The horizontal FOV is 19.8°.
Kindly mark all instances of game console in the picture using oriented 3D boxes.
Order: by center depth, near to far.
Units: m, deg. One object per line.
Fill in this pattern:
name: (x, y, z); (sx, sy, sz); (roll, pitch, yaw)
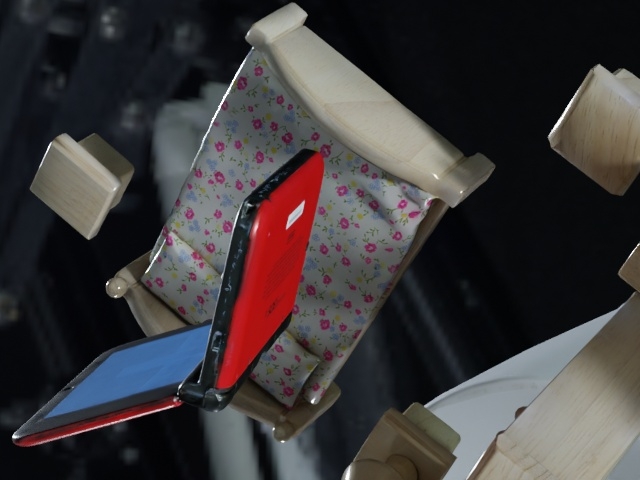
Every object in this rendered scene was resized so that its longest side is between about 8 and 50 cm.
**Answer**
game console: (-0.060, 0.021, 0.776); (0.085, 0.144, 0.124); (14, -76, 6)

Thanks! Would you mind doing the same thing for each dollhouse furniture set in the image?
dollhouse furniture set: (0.000, 0.000, 0.891); (0.355, 0.174, 0.303); (39, -52, 11)

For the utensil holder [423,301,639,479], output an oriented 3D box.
utensil holder: (0.247, 0.209, 1.333); (0.327, 0.385, 0.327); (7, -77, 32)
